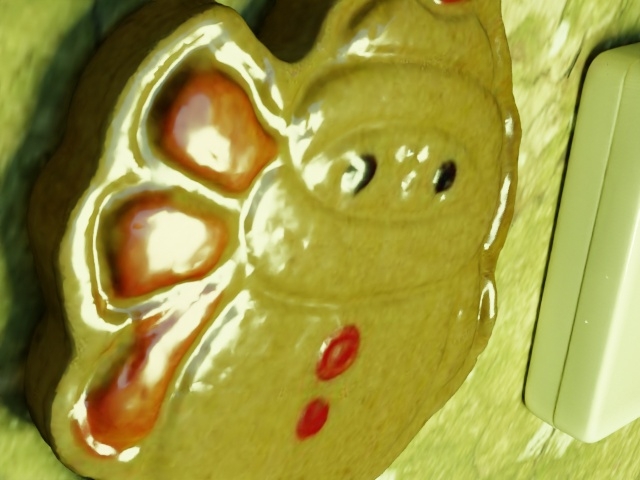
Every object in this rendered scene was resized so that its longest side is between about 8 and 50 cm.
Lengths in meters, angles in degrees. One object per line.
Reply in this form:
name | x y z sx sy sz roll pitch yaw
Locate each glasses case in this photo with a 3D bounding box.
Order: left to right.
glasses case | 0.245 0.002 0.859 0.131 0.070 0.313 -18 124 -39

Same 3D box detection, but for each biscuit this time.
biscuit | 0.000 0.000 0.616 0.359 0.074 0.381 3 113 -49
